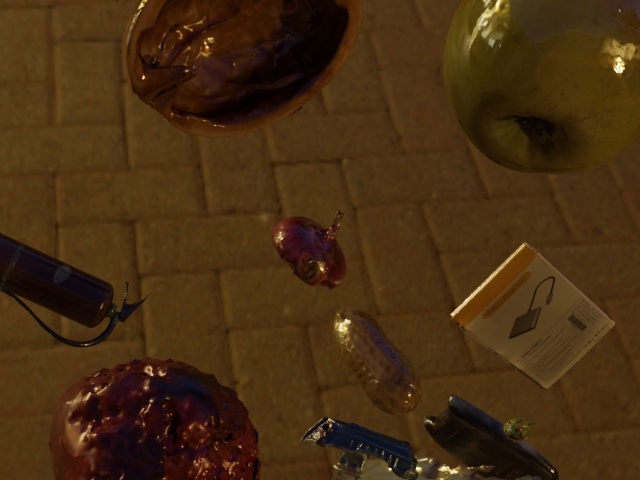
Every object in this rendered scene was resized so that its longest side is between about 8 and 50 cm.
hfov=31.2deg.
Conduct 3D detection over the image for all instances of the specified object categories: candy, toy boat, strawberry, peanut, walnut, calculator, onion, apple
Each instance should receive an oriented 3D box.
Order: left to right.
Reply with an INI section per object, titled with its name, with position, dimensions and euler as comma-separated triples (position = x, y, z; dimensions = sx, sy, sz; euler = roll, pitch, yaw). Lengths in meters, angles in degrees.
[strawberry]
position = -0.173, 0.241, 1.291
dimensions = 0.274, 0.220, 0.274
euler = 37, 27, -22
[walnut]
position = -0.071, -0.185, 0.994
dimensions = 0.211, 0.167, 0.087
euler = -23, 35, -4
[onion]
position = 0.000, 0.000, 1.948
dimensions = 0.150, 0.140, 0.150
euler = 39, 15, -12
[toy boat]
position = 0.027, 0.145, 0.775
dimensions = 0.083, 0.038, 0.038
euler = 18, 43, 9
[peanut]
position = 0.095, 0.210, 2.004
dimensions = 0.095, 0.108, 0.226
euler = -42, 65, 10
[calculator]
position = 0.324, 0.396, 2.152
dimensions = 0.268, 0.177, 0.040
euler = 33, 57, 0
[candy]
position = 0.299, 0.273, 1.681
dimensions = 0.123, 0.035, 0.035
euler = 8, 56, -66
[apple]
position = 0.249, -0.187, 1.211
dimensions = 0.261, 0.261, 0.194
euler = 16, 62, 8

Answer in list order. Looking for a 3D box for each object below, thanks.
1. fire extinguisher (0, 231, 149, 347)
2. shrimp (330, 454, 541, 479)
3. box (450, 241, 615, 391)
[fire extinguisher]
position = -0.232, 0.044, 0.984
dimensions = 0.157, 0.045, 0.078
euler = 26, 57, -12
[shrimp]
position = 0.092, 0.289, 0.937
dimensions = 0.085, 0.360, 0.247
euler = -17, 76, -47
[box]
position = 0.256, 0.091, 1.390
dimensions = 0.129, 0.247, 0.033
euler = -45, 45, 8
